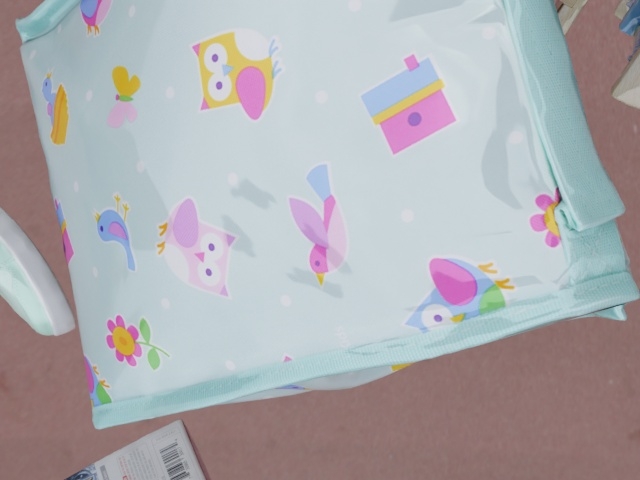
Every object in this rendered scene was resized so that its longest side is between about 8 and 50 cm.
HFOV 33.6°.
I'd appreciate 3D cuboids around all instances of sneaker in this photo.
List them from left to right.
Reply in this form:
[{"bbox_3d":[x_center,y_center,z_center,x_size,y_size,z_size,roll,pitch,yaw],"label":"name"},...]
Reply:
[{"bbox_3d":[-0.319,0.014,0.822,0.256,0.151,0.094,45,162,-2],"label":"sneaker"}]

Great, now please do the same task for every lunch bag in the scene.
[{"bbox_3d":[0.000,-0.047,0.472,0.262,0.160,0.223,-20,81,42],"label":"lunch bag"}]

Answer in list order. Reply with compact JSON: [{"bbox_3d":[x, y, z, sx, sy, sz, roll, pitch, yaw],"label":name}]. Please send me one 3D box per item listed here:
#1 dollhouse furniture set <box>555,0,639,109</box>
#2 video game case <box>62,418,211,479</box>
[{"bbox_3d":[0.168,-0.167,0.568,0.183,0.129,0.129,28,126,-2],"label":"dollhouse furniture set"},{"bbox_3d":[-0.161,0.271,0.809,0.210,0.232,0.042,-28,131,-7],"label":"video game case"}]
